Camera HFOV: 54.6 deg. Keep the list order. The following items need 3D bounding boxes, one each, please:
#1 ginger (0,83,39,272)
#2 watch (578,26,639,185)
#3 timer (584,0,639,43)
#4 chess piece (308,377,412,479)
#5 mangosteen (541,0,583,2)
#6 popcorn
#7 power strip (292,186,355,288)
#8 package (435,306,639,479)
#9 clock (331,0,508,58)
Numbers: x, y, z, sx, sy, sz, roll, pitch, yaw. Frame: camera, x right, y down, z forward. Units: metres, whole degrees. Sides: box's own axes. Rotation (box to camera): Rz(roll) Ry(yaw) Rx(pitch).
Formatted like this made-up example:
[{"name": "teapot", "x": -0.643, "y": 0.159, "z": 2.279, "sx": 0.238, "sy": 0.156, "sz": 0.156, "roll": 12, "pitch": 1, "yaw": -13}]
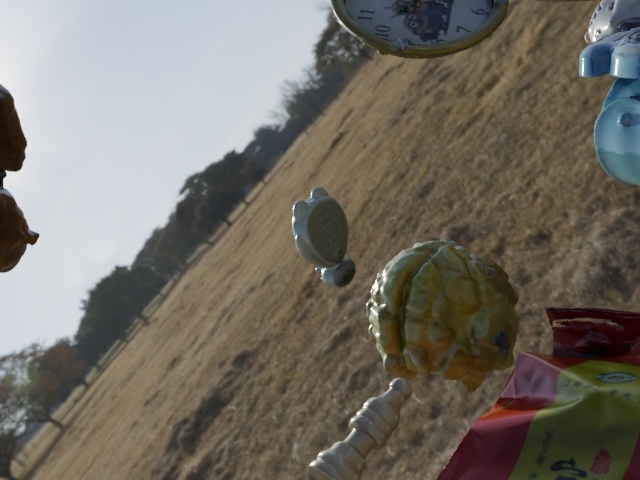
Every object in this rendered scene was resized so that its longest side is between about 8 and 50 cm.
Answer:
[{"name": "ginger", "x": -0.417, "y": -0.052, "z": 0.639, "sx": 0.274, "sy": 0.152, "sz": 0.357, "roll": 51, "pitch": -142, "yaw": -86}, {"name": "watch", "x": 0.420, "y": -0.154, "z": 0.716, "sx": 0.211, "sy": 0.193, "sz": 0.211, "roll": -16, "pitch": 24, "yaw": 7}, {"name": "timer", "x": 0.563, "y": -0.299, "z": 0.957, "sx": 0.291, "sy": 0.315, "sz": 0.291, "roll": -31, "pitch": -39, "yaw": -28}, {"name": "chess piece", "x": 0.034, "y": 0.131, "z": 0.428, "sx": 0.092, "sy": 0.035, "sz": 0.035, "roll": -45, "pitch": 6, "yaw": -28}, {"name": "mangosteen", "x": 0.132, "y": -0.289, "z": 0.397, "sx": 0.302, "sy": 0.275, "sz": 0.275, "roll": 9, "pitch": 50, "yaw": 36}, {"name": "popcorn", "x": 0.136, "y": 0.085, "z": 0.679, "sx": 0.142, "sy": 0.173, "sz": 0.173, "roll": -44, "pitch": 10, "yaw": 43}, {"name": "power strip", "x": 0.000, "y": 0.000, "z": 0.489, "sx": 0.035, "sy": 0.083, "sz": 0.055, "roll": 3, "pitch": 34, "yaw": 46}, {"name": "package", "x": 0.161, "y": 0.228, "z": 0.428, "sx": 0.196, "sy": 0.123, "sz": 0.423, "roll": 7, "pitch": 46, "yaw": 49}, {"name": "clock", "x": 0.129, "y": -0.315, "z": 0.826, "sx": 0.237, "sy": 0.237, "sz": 0.057, "roll": -53, "pitch": -20, "yaw": -23}]
